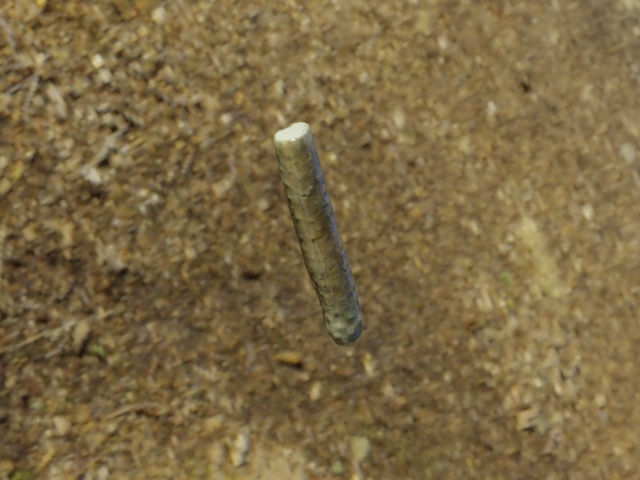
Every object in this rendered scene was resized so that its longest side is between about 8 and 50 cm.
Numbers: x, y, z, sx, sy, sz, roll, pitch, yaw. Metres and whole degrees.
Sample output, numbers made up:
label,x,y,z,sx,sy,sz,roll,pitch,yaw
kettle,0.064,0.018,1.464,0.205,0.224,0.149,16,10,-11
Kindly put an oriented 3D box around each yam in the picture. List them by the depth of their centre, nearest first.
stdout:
label,x,y,z,sx,sy,sz,roll,pitch,yaw
yam,0.000,0.000,0.611,0.021,0.021,0.116,-64,145,-53
